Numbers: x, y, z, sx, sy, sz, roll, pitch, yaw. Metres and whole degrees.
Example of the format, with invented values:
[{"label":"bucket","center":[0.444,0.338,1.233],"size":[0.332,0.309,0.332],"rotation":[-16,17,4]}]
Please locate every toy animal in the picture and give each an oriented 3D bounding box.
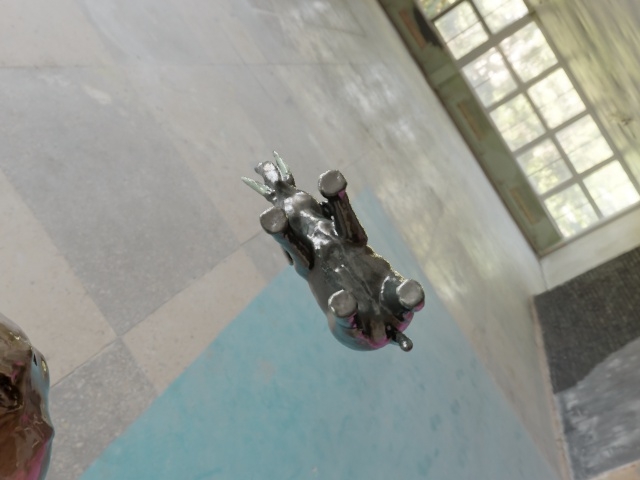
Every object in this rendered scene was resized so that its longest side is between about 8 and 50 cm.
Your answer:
[{"label":"toy animal","center":[-0.003,-0.006,0.564],"size":[0.269,0.082,0.137],"rotation":[52,-7,23]}]

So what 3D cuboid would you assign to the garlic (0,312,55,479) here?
[{"label":"garlic","center":[-0.262,0.084,0.345],"size":[0.207,0.256,0.207],"rotation":[12,45,-13]}]
